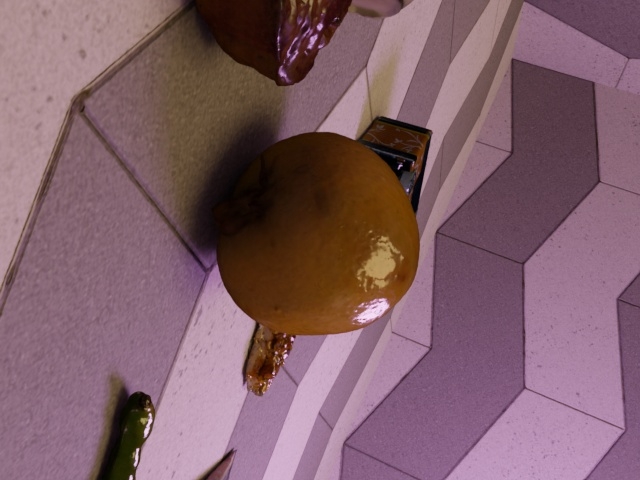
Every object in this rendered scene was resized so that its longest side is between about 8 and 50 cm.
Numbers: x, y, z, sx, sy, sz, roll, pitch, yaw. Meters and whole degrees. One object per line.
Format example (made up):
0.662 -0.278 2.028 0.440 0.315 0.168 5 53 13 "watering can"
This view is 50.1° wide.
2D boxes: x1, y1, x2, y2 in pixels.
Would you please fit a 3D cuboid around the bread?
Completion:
-0.028 -0.280 0.656 0.232 0.135 0.247 -56 160 -39 "bread"

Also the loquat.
-0.011 -0.005 0.886 0.275 0.274 0.275 -58 161 -33 "loquat"

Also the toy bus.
0.143 -0.110 1.461 0.167 0.138 0.275 -56 158 -44 "toy bus"

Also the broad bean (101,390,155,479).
-0.244 0.294 0.845 0.052 0.052 0.256 8 106 -35 "broad bean"

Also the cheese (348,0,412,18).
0.079 -0.415 0.846 0.233 0.127 0.266 -67 161 -1 "cheese"

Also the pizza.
-0.076 0.169 1.230 0.127 0.058 0.247 11 98 -74 "pizza"

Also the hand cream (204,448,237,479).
-0.194 0.447 1.239 0.209 0.043 0.067 -22 128 -77 "hand cream"
